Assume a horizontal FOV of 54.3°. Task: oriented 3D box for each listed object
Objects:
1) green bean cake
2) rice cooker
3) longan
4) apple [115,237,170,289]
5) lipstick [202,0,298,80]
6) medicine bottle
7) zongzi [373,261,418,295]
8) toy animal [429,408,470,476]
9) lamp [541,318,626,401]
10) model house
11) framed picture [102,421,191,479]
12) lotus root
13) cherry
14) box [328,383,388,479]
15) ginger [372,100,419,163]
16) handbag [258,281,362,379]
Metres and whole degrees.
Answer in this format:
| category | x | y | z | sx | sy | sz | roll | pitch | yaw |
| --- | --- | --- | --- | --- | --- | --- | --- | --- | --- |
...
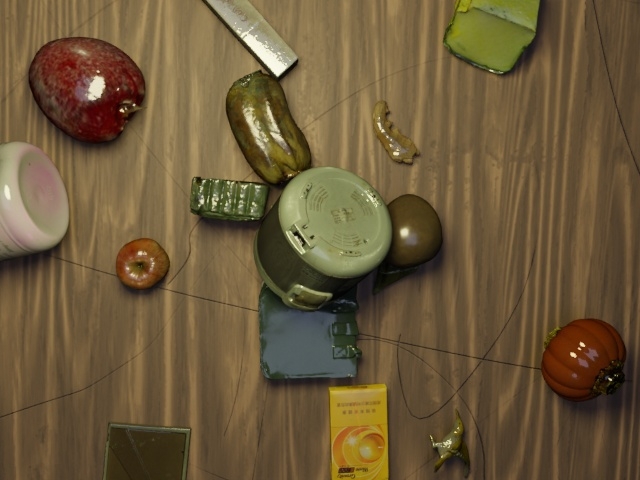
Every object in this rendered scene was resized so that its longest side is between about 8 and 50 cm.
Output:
| category | x | y | z | sx | sy | sz | roll | pitch | yaw |
| --- | --- | --- | --- | --- | --- | --- | --- | --- | --- |
| green bean cake | -0.212 | -0.098 | 1.480 | 0.182 | 0.173 | 0.094 | 6 | 96 | -6 |
| rice cooker | 0.000 | 0.001 | 1.433 | 0.289 | 0.277 | 0.288 | 11 | 59 | -20 |
| longan | 0.212 | -0.020 | 1.517 | 0.189 | 0.189 | 0.189 | 0 | 95 | -4 |
| apple | -0.433 | 0.056 | 1.511 | 0.126 | 0.102 | 0.125 | -1 | 97 | -10 |
| lipstick | -0.204 | -0.546 | 1.491 | 0.076 | 0.080 | 0.371 | -44 | 96 | -1 |
| medicine bottle | -0.768 | -0.069 | 1.397 | 0.325 | 0.256 | 0.255 | -13 | 95 | 4 |
| zongzi | 0.194 | 0.094 | 1.594 | 0.104 | 0.052 | 0.113 | 7 | 107 | -11 |
| toy animal | 0.328 | 0.517 | 1.617 | 0.095 | 0.219 | 0.155 | -12 | 58 | 13 |
| lamp | 0.662 | 0.301 | 1.570 | 0.223 | 0.196 | 0.223 | -20 | 129 | -26 |
| model house | 0.423 | -0.558 | 1.531 | 0.194 | 0.170 | 0.211 | 19 | 65 | 1 |
| framed picture | -0.450 | 0.613 | 1.595 | 0.212 | 0.020 | 0.289 | 6 | 95 | -5 |
| lotus root | -0.127 | -0.266 | 1.484 | 0.152 | 0.160 | 0.274 | -19 | 95 | 21 |
| cherry | -0.537 | -0.350 | 1.424 | 0.300 | 0.203 | 0.230 | 32 | 93 | 8 |
| box | 0.099 | 0.511 | 1.619 | 0.153 | 0.043 | 0.269 | -3 | 94 | -4 |
| ginger | 0.178 | -0.265 | 1.559 | 0.069 | 0.051 | 0.173 | -34 | 98 | -5 |
| handbag | -0.025 | 0.218 | 1.569 | 0.260 | 0.079 | 0.247 | 0 | 95 | -5 |
